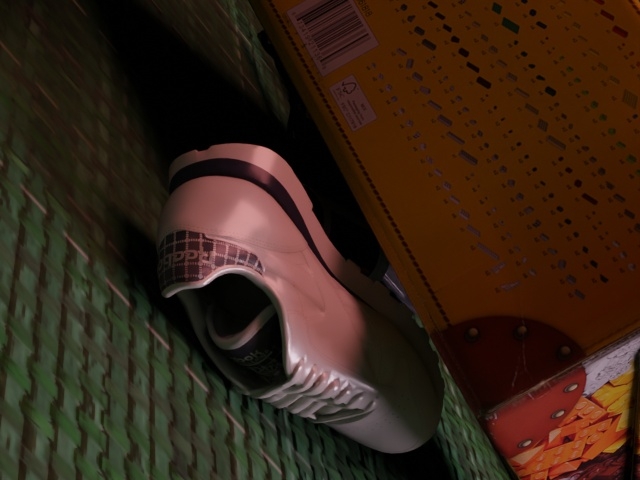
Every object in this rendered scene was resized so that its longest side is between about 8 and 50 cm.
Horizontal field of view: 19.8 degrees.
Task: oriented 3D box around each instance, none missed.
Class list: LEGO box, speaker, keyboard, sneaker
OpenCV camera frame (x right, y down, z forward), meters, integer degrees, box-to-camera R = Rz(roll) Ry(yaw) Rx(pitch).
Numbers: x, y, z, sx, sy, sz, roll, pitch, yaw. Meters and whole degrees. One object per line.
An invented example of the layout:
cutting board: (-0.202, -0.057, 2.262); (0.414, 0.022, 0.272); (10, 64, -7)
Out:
LEGO box: (0.123, -0.055, 1.182); (0.500, 0.193, 0.372); (63, 5, 33)
speaker: (0.000, 0.000, 1.197); (0.055, 0.055, 0.136); (60, 12, 19)
keyboard: (0.006, -0.083, 1.504); (0.201, 0.033, 0.317); (55, 9, -38)
sneaker: (-0.013, 0.055, 0.975); (0.235, 0.090, 0.094); (47, 33, -35)
